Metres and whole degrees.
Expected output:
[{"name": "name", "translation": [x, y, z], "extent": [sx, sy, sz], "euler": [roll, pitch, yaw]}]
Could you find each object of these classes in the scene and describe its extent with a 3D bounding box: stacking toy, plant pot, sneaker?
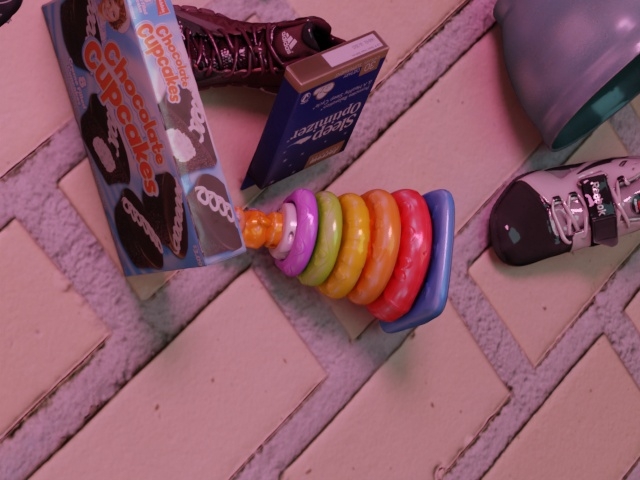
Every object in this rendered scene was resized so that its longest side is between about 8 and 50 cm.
[{"name": "stacking toy", "translation": [0.000, 0.000, 1.912], "extent": [0.302, 0.175, 0.166], "euler": [11, 73, -20]}, {"name": "plant pot", "translation": [0.353, -0.286, 2.112], "extent": [0.293, 0.293, 0.196], "euler": [-33, 78, -33]}, {"name": "sneaker", "translation": [-0.087, -0.229, 1.845], "extent": [0.281, 0.162, 0.106], "euler": [-3, 87, -35]}, {"name": "sneaker", "translation": [0.375, -0.054, 2.165], "extent": [0.330, 0.146, 0.122], "euler": [-22, 99, -33]}]

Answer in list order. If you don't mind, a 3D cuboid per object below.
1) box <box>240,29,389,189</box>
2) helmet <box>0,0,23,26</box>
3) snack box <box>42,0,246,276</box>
[{"name": "box", "translation": [-0.009, -0.138, 1.866], "extent": [0.136, 0.225, 0.036], "euler": [-27, 68, -34]}, {"name": "helmet", "translation": [-0.388, -0.287, 1.642], "extent": [0.169, 0.169, 0.161], "euler": [12, 63, -34]}, {"name": "snack box", "translation": [-0.195, -0.125, 1.745], "extent": [0.060, 0.187, 0.322], "euler": [-21, 97, -34]}]
